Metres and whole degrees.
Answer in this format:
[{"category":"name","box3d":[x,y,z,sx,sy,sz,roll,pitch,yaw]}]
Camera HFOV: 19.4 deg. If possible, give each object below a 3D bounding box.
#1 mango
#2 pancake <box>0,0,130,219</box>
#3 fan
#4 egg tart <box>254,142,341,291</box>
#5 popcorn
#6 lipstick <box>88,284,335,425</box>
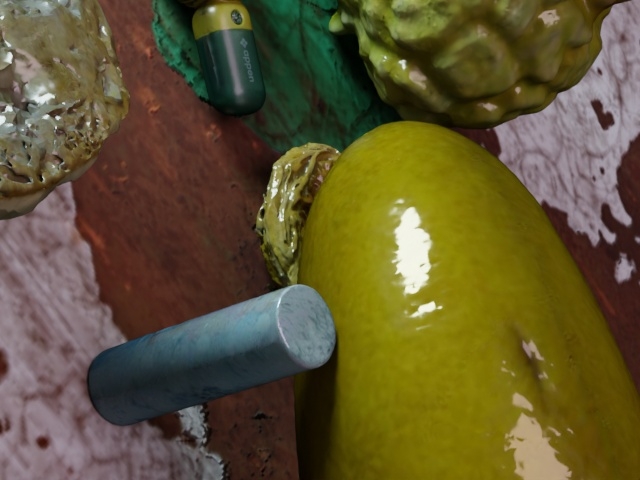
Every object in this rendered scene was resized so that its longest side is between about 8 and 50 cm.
[{"category":"mango","box3d":[0.095,0.143,1.096,0.301,0.221,0.445,59,21,-79]},{"category":"pancake","box3d":[-0.259,-0.151,0.892,0.387,0.082,0.387,31,34,-23]},{"category":"fan","box3d":[-0.069,-0.153,1.209,0.082,0.039,0.155,-3,78,-48]},{"category":"egg tart","box3d":[0.000,0.000,1.212,0.130,0.052,0.130,20,62,-42]},{"category":"popcorn","box3d":[0.122,-0.193,1.284,0.252,0.206,0.237,-25,138,-17]},{"category":"lipstick","box3d":[-0.062,0.065,1.040,0.048,0.158,0.048,21,60,-41]}]
